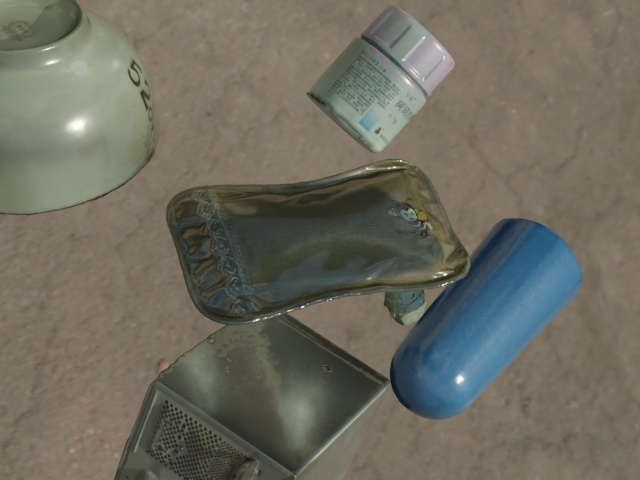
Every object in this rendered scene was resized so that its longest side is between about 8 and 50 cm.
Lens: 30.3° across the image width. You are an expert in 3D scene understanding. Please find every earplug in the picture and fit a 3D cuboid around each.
[{"bbox_3d":[0.181,0.102,1.381,0.273,0.132,0.132,-43,105,-34],"label":"earplug"}]

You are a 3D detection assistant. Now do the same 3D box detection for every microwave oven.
[{"bbox_3d":[-0.134,0.364,1.701,0.236,0.432,0.374,31,28,14],"label":"microwave oven"}]

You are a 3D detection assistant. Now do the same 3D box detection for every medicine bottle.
[{"bbox_3d":[0.082,-0.218,1.599,0.135,0.135,0.168,40,93,-25],"label":"medicine bottle"}]

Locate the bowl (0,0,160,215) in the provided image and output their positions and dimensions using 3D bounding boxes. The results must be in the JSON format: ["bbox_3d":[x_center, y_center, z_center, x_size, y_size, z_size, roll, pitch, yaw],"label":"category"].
[{"bbox_3d":[-0.389,-0.214,1.553,0.354,0.354,0.185,-46,151,-42],"label":"bowl"}]

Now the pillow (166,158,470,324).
[{"bbox_3d":[0.000,0.000,0.875,0.218,0.033,0.130,-7,53,-19],"label":"pillow"}]

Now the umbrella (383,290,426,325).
[{"bbox_3d":[0.095,0.043,1.515,0.062,0.067,0.143,-87,156,-55],"label":"umbrella"}]
